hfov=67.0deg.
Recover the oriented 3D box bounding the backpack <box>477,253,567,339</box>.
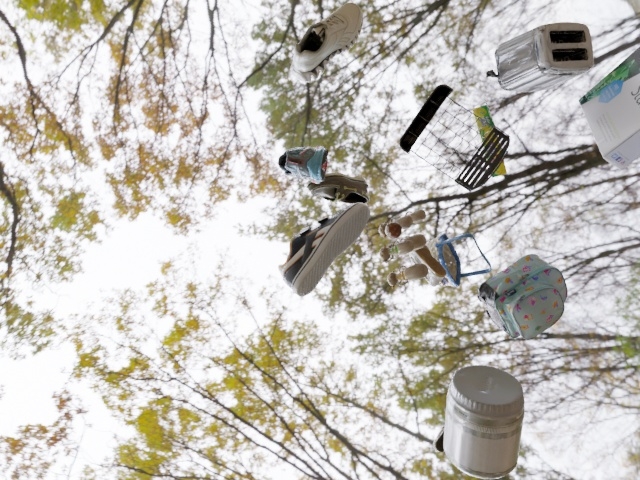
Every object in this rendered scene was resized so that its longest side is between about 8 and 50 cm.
[{"bbox_3d":[0.507,0.134,1.181,0.188,0.144,0.165,-39,-62,-5],"label":"backpack"}]

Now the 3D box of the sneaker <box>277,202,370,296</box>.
[{"bbox_3d":[0.000,0.000,1.387,0.321,0.127,0.126,-49,-34,-3],"label":"sneaker"}]

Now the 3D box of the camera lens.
[{"bbox_3d":[0.487,0.544,1.448,0.219,0.220,0.274,-22,-62,-45],"label":"camera lens"}]

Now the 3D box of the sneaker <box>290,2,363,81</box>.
[{"bbox_3d":[0.024,-0.590,1.391,0.110,0.118,0.292,35,-104,15],"label":"sneaker"}]

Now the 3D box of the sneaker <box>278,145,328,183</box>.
[{"bbox_3d":[-0.048,-0.212,1.276,0.125,0.262,0.104,9,-86,-4],"label":"sneaker"}]

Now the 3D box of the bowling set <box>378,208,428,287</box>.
[{"bbox_3d":[0.249,-0.007,1.632,0.200,0.154,0.286,33,-129,-37],"label":"bowling set"}]

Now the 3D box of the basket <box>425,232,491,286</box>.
[{"bbox_3d":[0.605,0.091,2.214,0.254,0.289,0.201,50,-146,-29],"label":"basket"}]

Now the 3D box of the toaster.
[{"bbox_3d":[0.520,-0.429,1.130,0.227,0.146,0.129,-9,-88,-22],"label":"toaster"}]

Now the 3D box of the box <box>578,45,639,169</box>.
[{"bbox_3d":[0.653,-0.312,0.896,0.059,0.322,0.232,30,-138,-15],"label":"box"}]

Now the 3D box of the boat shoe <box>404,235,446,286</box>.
[{"bbox_3d":[0.424,0.088,2.059,0.098,0.096,0.277,4,-144,-27],"label":"boat shoe"}]

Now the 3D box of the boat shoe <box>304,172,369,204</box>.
[{"bbox_3d":[0.071,-0.181,1.759,0.305,0.109,0.091,-3,-110,-46],"label":"boat shoe"}]

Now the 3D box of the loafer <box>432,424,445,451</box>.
[{"bbox_3d":[0.423,0.650,1.621,0.148,0.050,0.056,-28,-101,-32],"label":"loafer"}]

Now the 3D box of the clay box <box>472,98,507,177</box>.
[{"bbox_3d":[0.527,-0.322,1.513,0.222,0.053,0.127,56,-153,-38],"label":"clay box"}]

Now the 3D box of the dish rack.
[{"bbox_3d":[0.382,-0.275,1.347,0.272,0.208,0.074,35,-169,3],"label":"dish rack"}]
